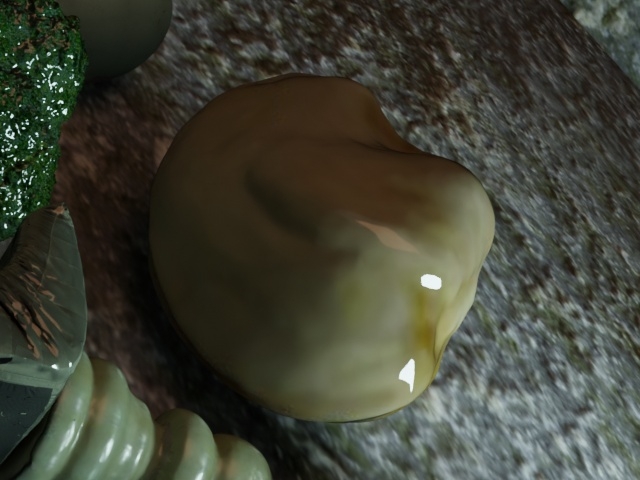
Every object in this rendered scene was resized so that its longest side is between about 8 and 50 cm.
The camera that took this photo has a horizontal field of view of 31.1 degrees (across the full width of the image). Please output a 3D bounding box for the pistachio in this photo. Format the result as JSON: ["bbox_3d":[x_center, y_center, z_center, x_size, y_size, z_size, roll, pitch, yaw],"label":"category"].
[{"bbox_3d":[0.000,0.000,1.227,0.365,0.281,0.445,-12,52,-12],"label":"pistachio"}]

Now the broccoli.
[{"bbox_3d":[-0.379,-0.138,1.047,0.321,0.304,0.283,41,-8,-33],"label":"broccoli"}]

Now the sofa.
[{"bbox_3d":[-0.320,0.068,0.888,0.225,0.210,0.176,16,40,-33],"label":"sofa"}]

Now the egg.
[{"bbox_3d":[-0.280,-0.286,1.406,0.183,0.183,0.264,45,25,8],"label":"egg"}]

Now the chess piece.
[{"bbox_3d":[-0.149,0.191,1.000,0.243,0.133,0.133,29,33,-26],"label":"chess piece"}]
